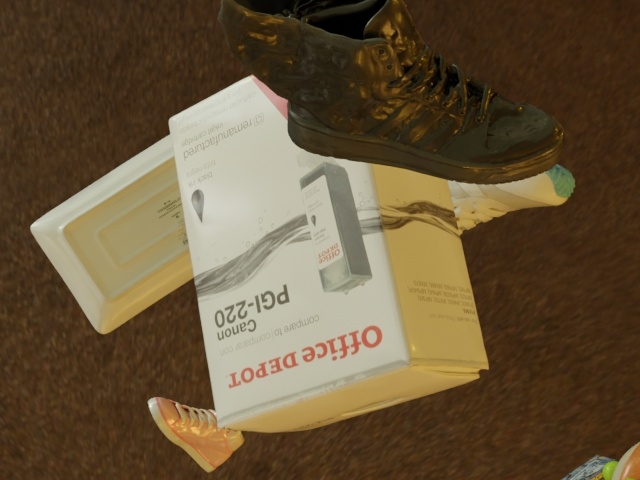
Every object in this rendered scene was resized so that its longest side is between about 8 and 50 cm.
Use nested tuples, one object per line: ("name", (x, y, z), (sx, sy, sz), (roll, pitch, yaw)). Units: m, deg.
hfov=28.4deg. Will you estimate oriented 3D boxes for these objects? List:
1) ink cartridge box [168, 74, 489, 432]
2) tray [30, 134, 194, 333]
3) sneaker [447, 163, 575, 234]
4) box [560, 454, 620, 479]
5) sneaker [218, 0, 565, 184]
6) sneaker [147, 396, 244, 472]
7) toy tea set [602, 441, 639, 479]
("ink cartridge box", (0.000, 0.000, 0.806), (0.092, 0.158, 0.218), (8, 65, -51))
("tray", (-0.159, -0.031, 1.349), (0.270, 0.030, 0.145), (-33, 89, -8))
("sneaker", (0.106, -0.038, 1.046), (0.087, 0.229, 0.092), (14, 83, -47))
("box", (0.305, 0.312, 1.535), (0.137, 0.094, 0.027), (-33, 91, -9))
("sneaker", (0.037, -0.081, 0.620), (0.170, 0.089, 0.051), (7, 43, 9))
("sneaker", (-0.135, 0.203, 1.424), (0.070, 0.134, 0.051), (-35, 40, 4))
("toy tea set", (0.346, 0.239, 1.099), (0.124, 0.336, 0.200), (18, 55, 42))
